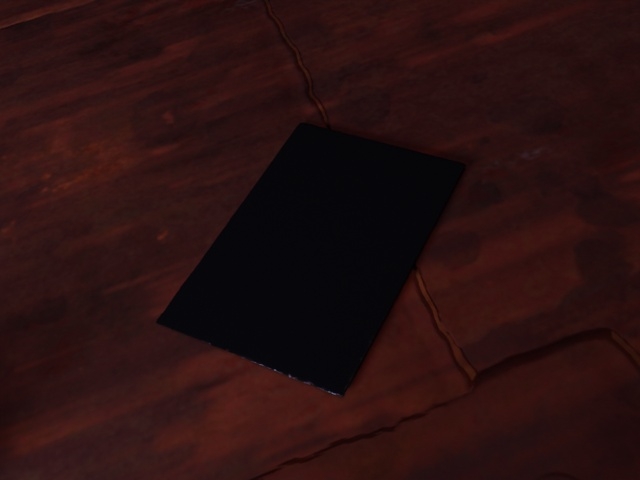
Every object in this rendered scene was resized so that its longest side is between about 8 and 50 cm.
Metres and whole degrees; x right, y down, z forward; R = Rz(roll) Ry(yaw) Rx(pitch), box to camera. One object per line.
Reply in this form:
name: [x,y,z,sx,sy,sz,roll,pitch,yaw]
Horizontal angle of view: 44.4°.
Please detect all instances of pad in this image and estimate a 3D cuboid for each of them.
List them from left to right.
pad: [0.000,0.000,0.646,0.170,0.006,0.245,17,55,23]
